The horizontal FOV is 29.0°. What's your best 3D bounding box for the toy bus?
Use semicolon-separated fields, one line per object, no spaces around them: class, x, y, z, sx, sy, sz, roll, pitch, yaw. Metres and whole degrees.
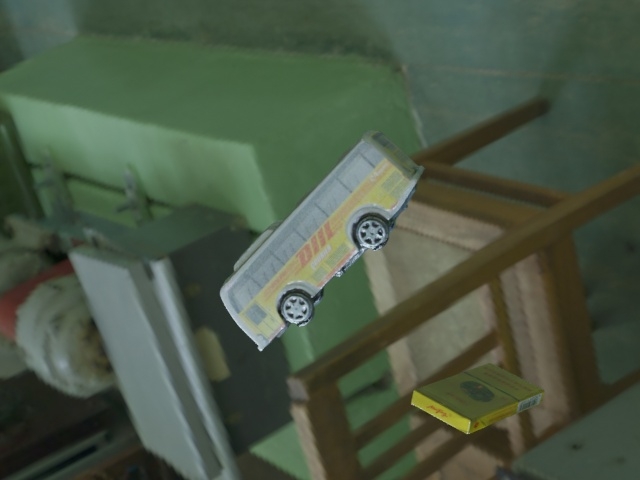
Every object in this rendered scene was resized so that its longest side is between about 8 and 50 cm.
toy bus;0.000;0.000;1.370;0.106;0.092;0.268;44;107;-1

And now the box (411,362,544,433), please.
box;0.189;0.186;1.474;0.087;0.155;0.023;29;116;37
